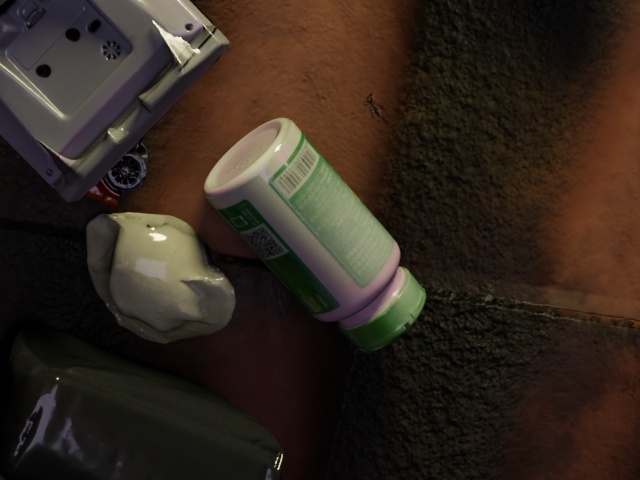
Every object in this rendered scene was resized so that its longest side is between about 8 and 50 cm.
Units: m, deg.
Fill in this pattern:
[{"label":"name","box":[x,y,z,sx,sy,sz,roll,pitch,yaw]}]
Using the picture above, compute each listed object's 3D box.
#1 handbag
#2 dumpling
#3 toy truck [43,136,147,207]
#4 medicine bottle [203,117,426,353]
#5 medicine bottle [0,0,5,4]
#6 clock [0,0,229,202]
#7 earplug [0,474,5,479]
[{"label":"handbag","box":[-0.225,0.222,1.715,0.301,0.275,0.178,23,88,-23]},{"label":"dumpling","box":[-0.187,0.049,1.782,0.176,0.092,0.150,18,112,-23]},{"label":"toy truck","box":[-0.218,-0.171,1.704,0.114,0.107,0.253,16,101,-8]},{"label":"medicine bottle","box":[0.000,0.000,1.791,0.133,0.133,0.274,-42,109,-2]},{"label":"medicine bottle","box":[-0.381,-0.411,1.549,0.325,0.212,0.212,42,90,-19]},{"label":"clock","box":[-0.242,-0.181,1.607,0.186,0.083,0.253,45,104,0]},{"label":"earplug","box":[-0.290,0.372,1.714,0.172,0.301,0.172,-3,104,-13]}]
